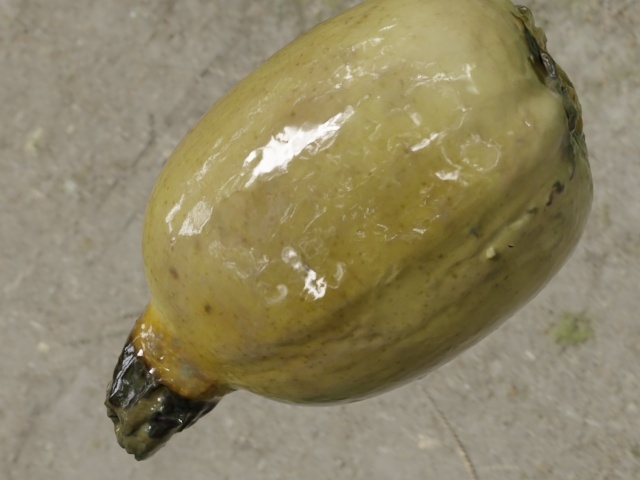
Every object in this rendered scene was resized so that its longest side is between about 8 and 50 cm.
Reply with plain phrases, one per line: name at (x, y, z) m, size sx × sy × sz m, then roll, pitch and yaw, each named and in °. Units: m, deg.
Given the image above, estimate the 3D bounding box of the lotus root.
lotus root at (0.000, 0.000, 0.795) m, size 0.310 × 0.183 × 0.183 m, roll -37°, pitch 49°, yaw 12°
